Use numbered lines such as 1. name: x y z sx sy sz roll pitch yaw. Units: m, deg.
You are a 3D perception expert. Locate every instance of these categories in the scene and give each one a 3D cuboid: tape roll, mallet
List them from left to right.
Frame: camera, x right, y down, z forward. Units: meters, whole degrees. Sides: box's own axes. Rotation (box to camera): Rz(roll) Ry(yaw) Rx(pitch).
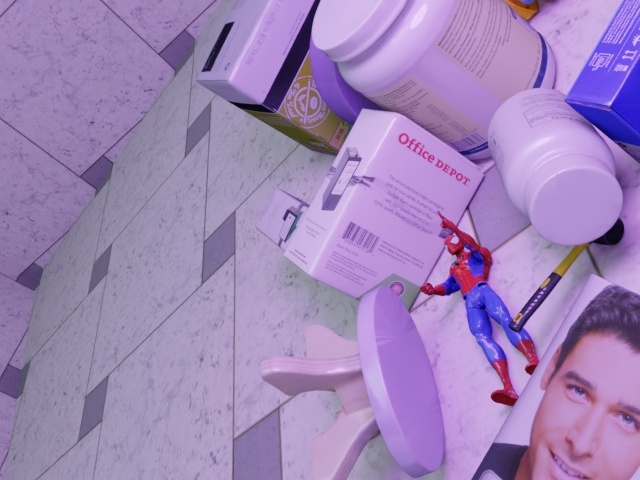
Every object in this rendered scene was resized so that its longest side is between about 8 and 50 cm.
1. tape roll: 0.121 -0.329 1.224 0.275 0.274 0.090 -63 30 0
2. mallet: 0.292 0.035 0.870 0.189 0.039 0.062 -45 27 -3

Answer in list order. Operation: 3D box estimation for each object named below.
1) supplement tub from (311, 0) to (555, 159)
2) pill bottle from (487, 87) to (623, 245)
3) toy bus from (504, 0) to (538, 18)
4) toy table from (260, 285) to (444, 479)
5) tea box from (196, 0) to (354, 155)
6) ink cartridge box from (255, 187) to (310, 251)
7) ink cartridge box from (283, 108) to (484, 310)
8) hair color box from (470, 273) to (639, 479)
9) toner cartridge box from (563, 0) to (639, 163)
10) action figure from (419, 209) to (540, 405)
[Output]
1. supplement tub: 0.173 -0.293 1.068 0.235 0.324 0.235 -36 39 37
2. pill bottle: 0.291 -0.094 0.875 0.131 0.131 0.229 -47 18 25
3. toy bus: 0.322 -0.443 1.157 0.211 0.149 0.220 -62 30 28
4. toy table: 0.054 0.206 0.968 0.160 0.252 0.274 -27 32 23
5. tea box: -0.022 -0.390 1.441 0.220 0.323 0.329 25 89 60
6. ink cartridge box: 0.000 0.000 1.267 0.093 0.160 0.219 -61 31 3
7. ink cartridge box: 0.101 -0.042 1.107 0.273 0.198 0.115 -61 29 2
8. hair color box: 0.276 0.242 0.705 0.375 0.113 0.185 -60 30 3
9. toner cartridge box: 0.440 -0.268 0.803 0.348 0.165 0.075 -60 31 4
10. action figure: 0.197 0.073 0.943 0.091 0.139 0.280 -46 32 24
